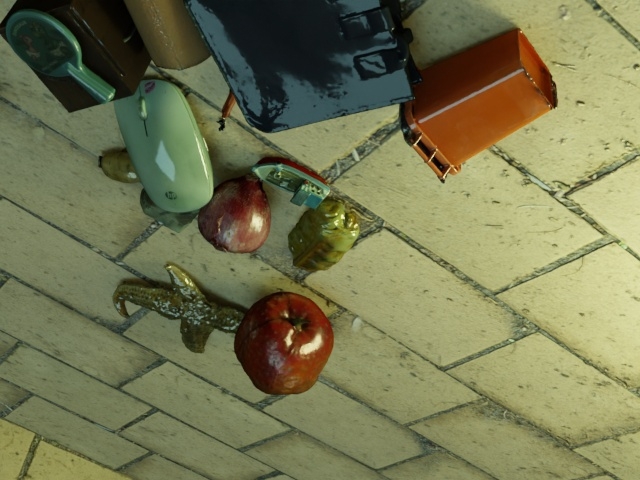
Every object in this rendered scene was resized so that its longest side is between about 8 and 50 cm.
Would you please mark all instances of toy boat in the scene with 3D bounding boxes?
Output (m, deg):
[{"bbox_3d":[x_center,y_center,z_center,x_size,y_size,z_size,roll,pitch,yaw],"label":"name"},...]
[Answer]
[{"bbox_3d":[-0.061,-0.120,1.761,0.173,0.059,0.069,26,141,-14],"label":"toy boat"}]

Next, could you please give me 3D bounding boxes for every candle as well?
[{"bbox_3d":[-0.172,-0.267,1.644,0.026,0.021,0.167,6,146,-23],"label":"candle"}]

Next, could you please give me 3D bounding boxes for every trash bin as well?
[{"bbox_3d":[0.257,-0.225,1.427,0.239,0.184,0.161,-24,129,33],"label":"trash bin"}]

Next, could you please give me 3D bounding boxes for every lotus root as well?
[{"bbox_3d":[-0.410,-0.154,1.837,0.152,0.063,0.072,6,132,18],"label":"lotus root"}]

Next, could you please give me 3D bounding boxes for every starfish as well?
[{"bbox_3d":[-0.322,0.220,2.277,0.432,0.082,0.324,36,135,-28],"label":"starfish"}]

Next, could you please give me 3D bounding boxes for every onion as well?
[{"bbox_3d":[-0.169,-0.069,1.809,0.159,0.159,0.195,21,106,-8],"label":"onion"}]

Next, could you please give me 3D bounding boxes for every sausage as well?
[{"bbox_3d":[-0.264,-0.411,1.407,0.123,0.123,0.253,1,141,18],"label":"sausage"}]

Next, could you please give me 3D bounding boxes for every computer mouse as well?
[{"bbox_3d":[-0.312,-0.176,1.704,0.159,0.097,0.288,-4,127,21],"label":"computer mouse"}]

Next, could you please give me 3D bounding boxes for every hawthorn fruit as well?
[{"bbox_3d":[-0.089,0.247,2.100,0.258,0.258,0.261,2,128,17],"label":"hawthorn fruit"}]

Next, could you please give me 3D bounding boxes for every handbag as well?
[{"bbox_3d":[-0.015,-0.344,1.391,0.329,0.122,0.303,-9,127,25],"label":"handbag"}]

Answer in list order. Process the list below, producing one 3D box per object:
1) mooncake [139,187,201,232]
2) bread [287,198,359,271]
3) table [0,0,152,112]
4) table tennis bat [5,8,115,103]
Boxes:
[{"bbox_3d":[-0.321,-0.093,1.874,0.130,0.073,0.125,30,137,-20],"label":"mooncake"},{"bbox_3d":[0.000,0.000,1.880,0.128,0.088,0.232,29,146,-5],"label":"bread"},{"bbox_3d":[-0.400,-0.359,1.482,0.172,0.169,0.193,-8,137,28],"label":"table"},{"bbox_3d":[-0.421,-0.297,1.405,0.201,0.033,0.124,41,138,-24],"label":"table tennis bat"}]
